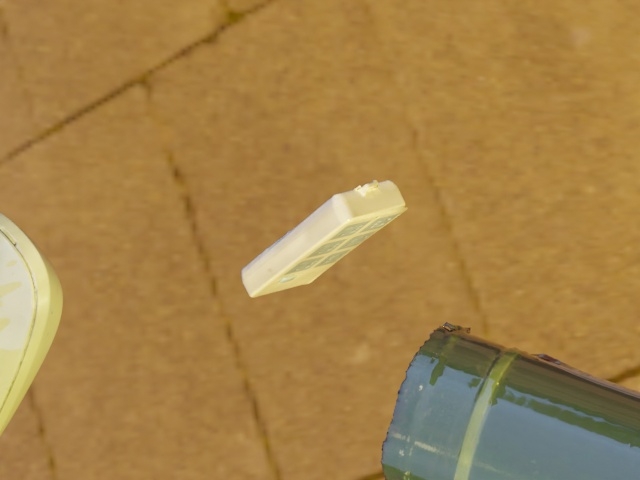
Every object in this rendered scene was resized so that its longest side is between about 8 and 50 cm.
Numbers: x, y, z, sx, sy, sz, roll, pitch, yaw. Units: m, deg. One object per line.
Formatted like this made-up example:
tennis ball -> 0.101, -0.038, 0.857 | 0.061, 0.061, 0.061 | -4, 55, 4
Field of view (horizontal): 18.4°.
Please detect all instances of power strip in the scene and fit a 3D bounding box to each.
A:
power strip -> 0.000, 0.000, 1.848 | 0.192, 0.081, 0.035 | -39, 73, 46

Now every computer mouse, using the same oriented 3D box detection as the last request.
computer mouse -> -0.347, 0.104, 1.843 | 0.159, 0.097, 0.288 | 44, 112, 24

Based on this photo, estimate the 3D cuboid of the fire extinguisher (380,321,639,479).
fire extinguisher -> 0.183, 0.129, 0.993 | 0.294, 0.093, 0.118 | 19, 143, 16
